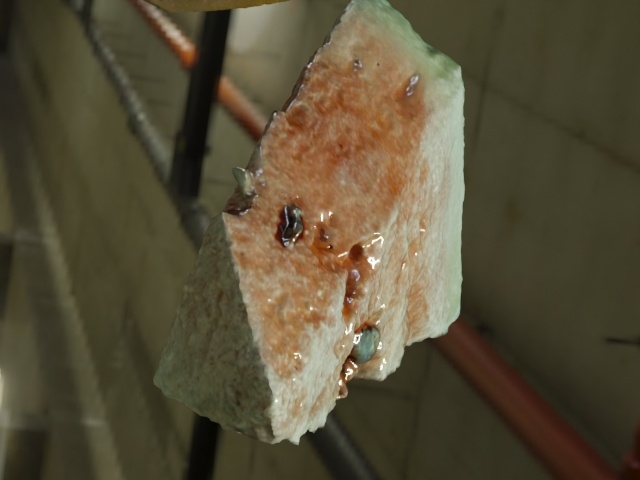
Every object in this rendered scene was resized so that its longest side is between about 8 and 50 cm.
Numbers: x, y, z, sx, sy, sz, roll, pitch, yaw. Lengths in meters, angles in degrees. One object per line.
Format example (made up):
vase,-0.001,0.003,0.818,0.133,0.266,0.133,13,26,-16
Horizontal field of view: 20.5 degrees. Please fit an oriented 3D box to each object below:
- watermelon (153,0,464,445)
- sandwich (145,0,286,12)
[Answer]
watermelon,0.000,0.000,0.738,0.241,0.094,0.154,-51,154,-57
sandwich,-0.100,-0.194,0.921,0.096,0.258,0.094,-43,-148,30
